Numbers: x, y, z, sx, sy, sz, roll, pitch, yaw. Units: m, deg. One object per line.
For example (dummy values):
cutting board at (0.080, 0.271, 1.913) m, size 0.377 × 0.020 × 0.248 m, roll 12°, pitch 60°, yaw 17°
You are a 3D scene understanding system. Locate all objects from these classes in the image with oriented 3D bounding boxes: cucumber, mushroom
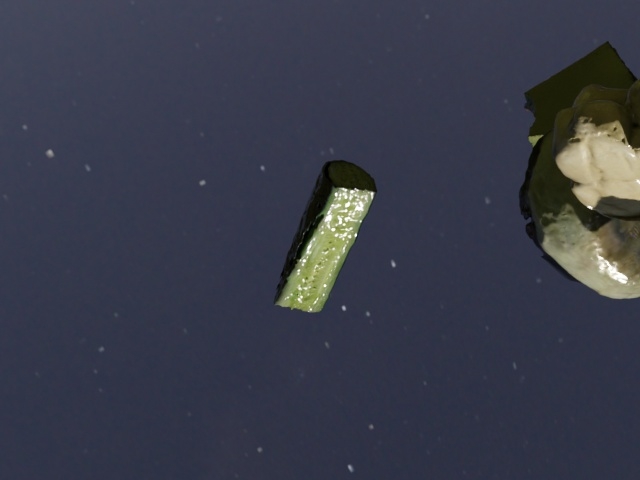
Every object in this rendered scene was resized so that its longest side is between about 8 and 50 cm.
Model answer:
cucumber at (-0.002, -0.002, 1.204) m, size 0.078 × 0.211 × 0.062 m, roll 7°, pitch -143°, yaw -26°
mushroom at (0.455, -0.035, 1.424) m, size 0.247 × 0.344 × 0.130 m, roll -42°, pitch -145°, yaw 0°

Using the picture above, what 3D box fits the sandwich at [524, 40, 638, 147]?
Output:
sandwich at (0.471, -0.217, 1.656) m, size 0.212 × 0.063 × 0.245 m, roll -31°, pitch -141°, yaw 17°

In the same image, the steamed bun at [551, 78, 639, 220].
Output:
steamed bun at (0.336, -0.108, 0.962) m, size 0.177 × 0.192 × 0.106 m, roll -19°, pitch -130°, yaw 51°
